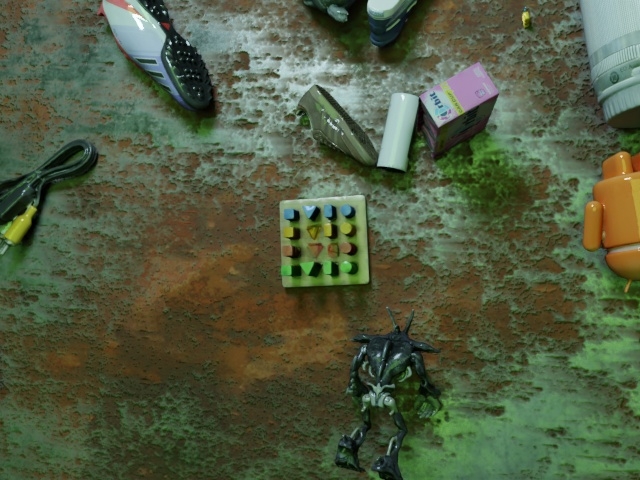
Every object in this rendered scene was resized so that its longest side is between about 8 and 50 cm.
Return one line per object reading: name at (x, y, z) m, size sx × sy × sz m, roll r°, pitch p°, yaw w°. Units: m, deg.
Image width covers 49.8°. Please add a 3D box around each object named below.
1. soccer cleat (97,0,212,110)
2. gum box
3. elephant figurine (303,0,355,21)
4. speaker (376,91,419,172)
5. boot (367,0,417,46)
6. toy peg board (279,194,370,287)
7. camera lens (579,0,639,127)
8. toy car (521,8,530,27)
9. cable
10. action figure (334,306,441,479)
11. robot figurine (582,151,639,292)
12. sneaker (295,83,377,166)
soccer cleat at (-0.320, -0.363, 1.329) m, size 0.116 × 0.109 × 0.318 m, roll -37°, pitch 80°, yaw 28°
gum box at (0.221, -0.209, 1.141) m, size 0.107 × 0.188 × 0.062 m, roll -30°, pitch 79°, yaw 2°
elephant figurine at (0.065, -0.520, 1.225) m, size 0.239 × 0.169 × 0.186 m, roll -33°, pitch 108°, yaw -7°
speaker at (0.139, -0.189, 1.222) m, size 0.055 × 0.055 × 0.136 m, roll 12°, pitch 88°, yaw 14°
boot at (0.144, -0.436, 1.240) m, size 0.069 × 0.086 × 0.190 m, roll 32°, pitch 65°, yaw 21°
toy peg board at (0.000, 0.000, 1.228) m, size 0.161 × 0.079 × 0.160 m, roll -3°, pitch 85°, yaw 12°
camera lens at (0.524, -0.332, 1.060) m, size 0.219 × 0.219 × 0.274 m, roll -7°, pitch 84°, yaw 12°
toy car at (0.383, -0.434, 1.192) m, size 0.060 × 0.040 × 0.122 m, roll 5°, pitch 86°, yaw 13°
cable at (-0.575, -0.107, 1.396) m, size 0.287 × 0.072 × 0.139 m, roll -42°, pitch 61°, yaw -6°
action figure at (0.111, 0.257, 1.157) m, size 0.164 × 0.141 × 0.275 m, roll 8°, pitch 61°, yaw 21°
robot figurine at (0.503, -0.031, 1.090) m, size 0.128 × 0.158 × 0.219 m, roll -16°, pitch 80°, yaw 50°
sneaker at (0.028, -0.195, 1.254) m, size 0.071 × 0.066 × 0.188 m, roll -43°, pitch 73°, yaw 25°
